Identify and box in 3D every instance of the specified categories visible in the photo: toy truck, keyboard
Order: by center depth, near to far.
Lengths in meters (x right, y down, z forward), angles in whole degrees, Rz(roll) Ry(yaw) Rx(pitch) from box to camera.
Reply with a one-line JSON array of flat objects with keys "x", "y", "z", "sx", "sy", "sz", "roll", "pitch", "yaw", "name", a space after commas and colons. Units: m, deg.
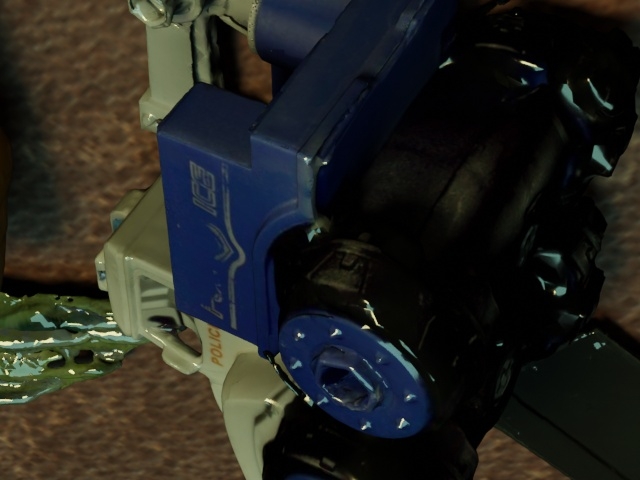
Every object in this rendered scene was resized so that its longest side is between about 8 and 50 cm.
[{"x": 0.000, "y": 0.000, "z": 0.603, "sx": 0.177, "sy": 0.161, "sz": 0.213, "roll": 22, "pitch": 143, "yaw": 17, "name": "toy truck"}, {"x": 0.168, "y": 0.108, "z": 0.769, "sx": 0.231, "sy": 0.023, "sz": 0.072, "roll": 37, "pitch": 126, "yaw": -27, "name": "keyboard"}]

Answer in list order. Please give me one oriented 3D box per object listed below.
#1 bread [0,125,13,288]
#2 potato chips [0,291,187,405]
[{"x": -0.199, "y": -0.049, "z": 0.580, "sx": 0.129, "sy": 0.134, "sz": 0.260, "roll": 14, "pitch": 180, "yaw": 19, "name": "bread"}, {"x": -0.154, "y": 0.042, "z": 0.761, "sx": 0.208, "sy": 0.028, "sz": 0.092, "roll": 5, "pitch": 140, "yaw": 10, "name": "potato chips"}]
